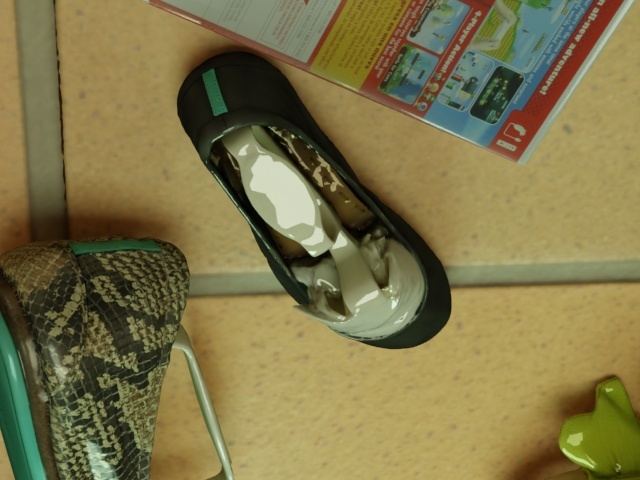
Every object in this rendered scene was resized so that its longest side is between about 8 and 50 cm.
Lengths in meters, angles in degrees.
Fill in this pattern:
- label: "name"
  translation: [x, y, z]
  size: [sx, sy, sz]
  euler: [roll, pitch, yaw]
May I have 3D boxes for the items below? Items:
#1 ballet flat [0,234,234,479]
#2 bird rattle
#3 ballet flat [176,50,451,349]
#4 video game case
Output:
- label: "ballet flat"
  translation: [-0.147, 0.208, 1.029]
  size: [0.182, 0.164, 0.483]
  euler: [-11, 125, -27]
- label: "bird rattle"
  translation: [0.237, 0.231, 1.142]
  size: [0.207, 0.143, 0.253]
  euler: [-25, 137, 21]
- label: "ballet flat"
  translation: [0.000, 0.000, 0.938]
  size: [0.095, 0.096, 0.280]
  euler: [-35, 122, 13]
- label: "video game case"
  translation: [0.059, -0.180, 0.875]
  size: [0.285, 0.025, 0.204]
  euler: [21, 117, -21]
